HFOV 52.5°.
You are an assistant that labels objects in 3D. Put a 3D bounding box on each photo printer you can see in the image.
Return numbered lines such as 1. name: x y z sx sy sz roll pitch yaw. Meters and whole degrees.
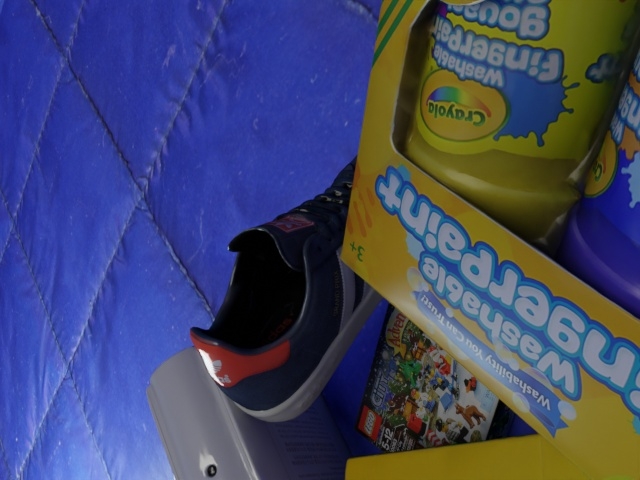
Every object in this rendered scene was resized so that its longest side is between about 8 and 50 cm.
1. photo printer: -0.039 0.274 0.711 0.107 0.256 0.307 -38 61 13

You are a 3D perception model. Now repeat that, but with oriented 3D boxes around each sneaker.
1. sneaker: 0.000 0.000 0.647 0.131 0.148 0.350 9 59 39

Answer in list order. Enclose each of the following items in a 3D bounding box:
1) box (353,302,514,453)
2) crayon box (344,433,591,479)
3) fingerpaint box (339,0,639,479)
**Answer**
1. box: 0.130 0.134 0.681 0.159 0.044 0.232 26 107 44
2. crayon box: 0.146 0.334 0.462 0.313 0.106 0.362 -24 48 42
3. fingerpaint box: 0.218 -0.040 0.319 0.445 0.163 0.370 42 137 39
